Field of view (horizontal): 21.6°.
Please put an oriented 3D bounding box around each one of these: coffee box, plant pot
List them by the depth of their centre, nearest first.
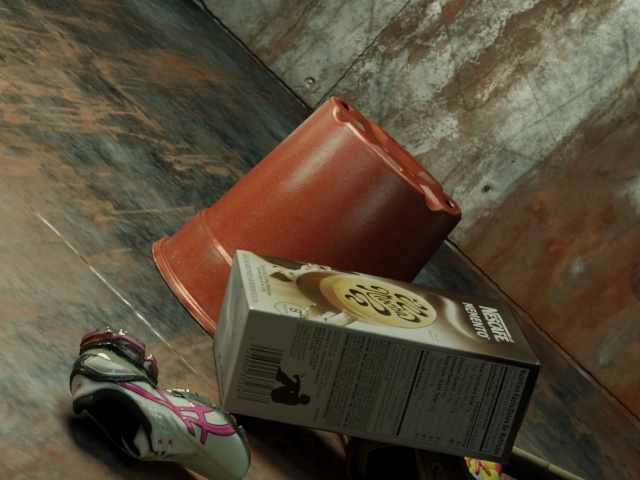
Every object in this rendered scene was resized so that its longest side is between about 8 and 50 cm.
[{"bbox_3d":[0.051,0.115,1.689,0.297,0.118,0.168,11,18,-12],"label":"coffee box"},{"bbox_3d":[0.000,0.000,1.884,0.272,0.265,0.272,41,11,-10],"label":"plant pot"}]

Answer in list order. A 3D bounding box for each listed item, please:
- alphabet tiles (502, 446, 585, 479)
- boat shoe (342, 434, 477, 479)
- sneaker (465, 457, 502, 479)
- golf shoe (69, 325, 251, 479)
[{"bbox_3d":[0.265,0.283,2.004,0.343,0.011,0.285,26,-10,-13],"label":"alphabet tiles"},{"bbox_3d":[0.082,0.220,1.736,0.104,0.110,0.307,30,12,-35],"label":"boat shoe"},{"bbox_3d":[0.156,0.262,1.884,0.208,0.094,0.081,37,12,-28],"label":"sneaker"},{"bbox_3d":[-0.134,0.155,1.366,0.186,0.067,0.086,40,39,-26],"label":"golf shoe"}]
